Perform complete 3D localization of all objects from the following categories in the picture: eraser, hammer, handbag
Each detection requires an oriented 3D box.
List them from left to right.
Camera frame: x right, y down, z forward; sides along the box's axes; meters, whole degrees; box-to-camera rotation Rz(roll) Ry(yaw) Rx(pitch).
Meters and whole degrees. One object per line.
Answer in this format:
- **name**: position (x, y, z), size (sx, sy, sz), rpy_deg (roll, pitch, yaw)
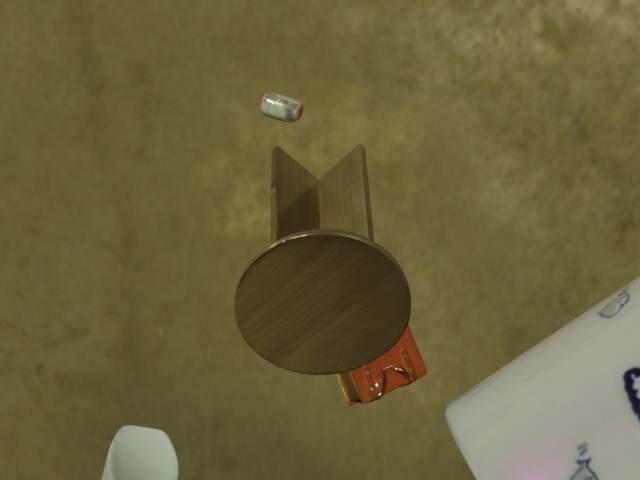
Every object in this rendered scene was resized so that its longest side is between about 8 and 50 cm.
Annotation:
- **eraser**: position (-0.266, 0.418, 1.695), size (0.104, 0.290, 0.189), rpy_deg (13, 22, -10)
- **hammer**: position (-0.043, -0.165, 1.547), size (0.053, 0.083, 0.031), rpy_deg (18, 102, 6)
- **handbag**: position (0.071, 0.143, 1.910), size (0.127, 0.063, 0.190), rpy_deg (-20, 89, -29)

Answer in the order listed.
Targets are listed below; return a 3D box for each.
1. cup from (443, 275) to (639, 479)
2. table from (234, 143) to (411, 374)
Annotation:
- **cup**: position (0.236, 0.063, 0.477), size (0.317, 0.212, 0.212), rpy_deg (-35, 72, 3)
- **table**: position (0.000, 0.000, 1.266), size (0.167, 0.167, 0.226), rpy_deg (2, 34, -3)
